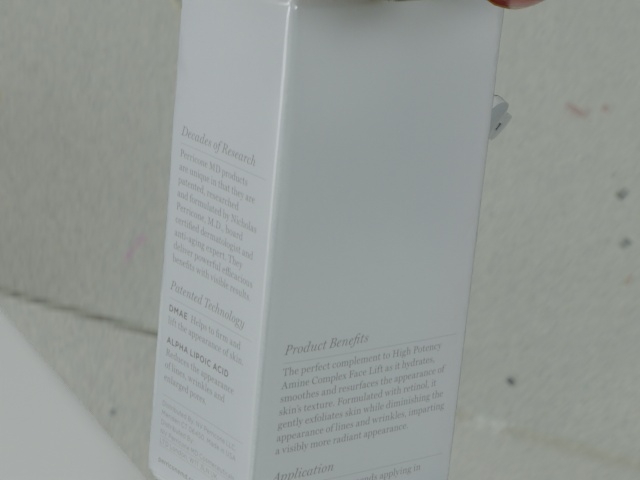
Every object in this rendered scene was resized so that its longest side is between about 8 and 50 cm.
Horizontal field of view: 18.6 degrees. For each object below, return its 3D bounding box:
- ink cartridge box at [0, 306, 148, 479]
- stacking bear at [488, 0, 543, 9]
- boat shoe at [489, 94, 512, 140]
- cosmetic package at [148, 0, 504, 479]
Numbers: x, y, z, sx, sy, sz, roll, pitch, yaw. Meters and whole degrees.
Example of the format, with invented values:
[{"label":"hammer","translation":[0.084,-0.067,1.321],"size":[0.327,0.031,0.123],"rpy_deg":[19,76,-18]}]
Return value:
[{"label":"ink cartridge box","translation":[-0.147,0.087,0.390],"size":[0.172,0.237,0.100],"rpy_deg":[52,40,-16]},{"label":"stacking bear","translation":[0.143,-0.155,0.632],"size":[0.289,0.164,0.175],"rpy_deg":[-13,37,-8]},{"label":"boat shoe","translation":[0.126,-0.102,1.523],"size":[0.035,0.100,0.035],"rpy_deg":[41,98,10]},{"label":"cosmetic package","translation":[0.000,0.000,0.838],"size":[0.117,0.085,0.231],"rpy_deg":[-6,109,-38]}]
